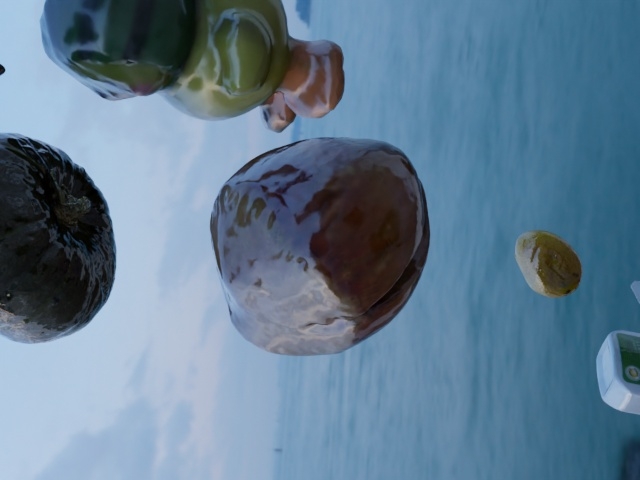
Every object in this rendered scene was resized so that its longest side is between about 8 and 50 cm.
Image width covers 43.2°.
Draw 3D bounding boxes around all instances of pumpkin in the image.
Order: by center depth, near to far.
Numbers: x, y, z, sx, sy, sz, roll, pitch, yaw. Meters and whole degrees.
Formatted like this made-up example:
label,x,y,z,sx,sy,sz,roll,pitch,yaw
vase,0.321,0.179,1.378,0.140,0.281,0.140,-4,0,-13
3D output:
label,x,y,z,sx,sy,sz,roll,pitch,yaw
pumpkin,-0.297,-0.005,0.814,0.224,0.157,0.224,58,-164,-28

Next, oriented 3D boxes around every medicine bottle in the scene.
label,x,y,z,sx,sy,sz,roll,pitch,yaw
medicine bottle,0.488,0.193,1.131,0.119,0.183,0.069,-76,-3,-49

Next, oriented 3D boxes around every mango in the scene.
label,x,y,z,sx,sy,sz,roll,pitch,yaw
mango,0.310,0.031,1.104,0.079,0.114,0.057,-40,18,19

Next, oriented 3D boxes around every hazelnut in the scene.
label,x,y,z,sx,sy,sz,roll,pitch,yaw
hazelnut,0.000,0.000,0.525,0.154,0.143,0.143,118,160,-51

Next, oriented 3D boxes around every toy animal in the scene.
label,x,y,z,sx,sy,sz,roll,pitch,yaw
toy animal,-0.147,-0.241,0.934,0.216,0.338,0.191,3,85,60

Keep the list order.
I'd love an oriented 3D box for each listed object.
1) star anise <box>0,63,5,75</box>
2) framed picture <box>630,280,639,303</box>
label,x,y,z,sx,sy,sz,roll,pitch,yaw
star anise,-0.386,-0.152,0.710,0.197,0.212,0.073,-134,44,-72
framed picture,0.463,0.158,0.818,0.020,0.289,0.211,-57,17,29
